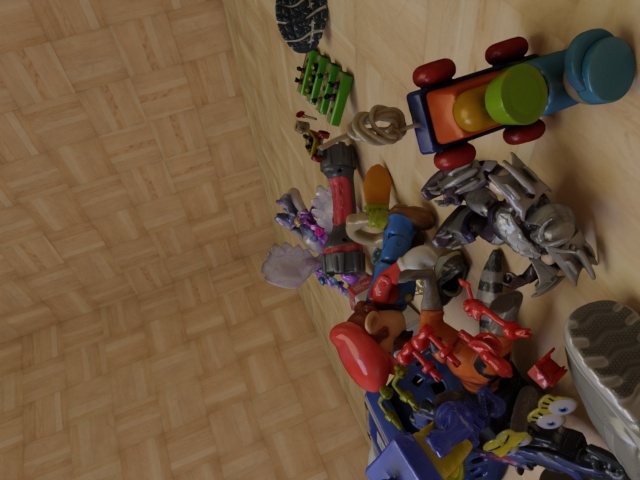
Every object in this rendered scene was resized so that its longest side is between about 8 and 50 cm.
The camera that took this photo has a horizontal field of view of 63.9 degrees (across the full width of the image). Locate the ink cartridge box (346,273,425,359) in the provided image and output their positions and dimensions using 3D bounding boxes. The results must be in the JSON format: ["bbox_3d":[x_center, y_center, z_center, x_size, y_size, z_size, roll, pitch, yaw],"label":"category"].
[{"bbox_3d":[0.162,0.208,1.257,0.218,0.092,0.159,42,151,53],"label":"ink cartridge box"}]

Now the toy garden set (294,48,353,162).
[{"bbox_3d":[-0.022,-0.314,1.178,0.244,0.049,0.204,-123,43,-51],"label":"toy garden set"}]

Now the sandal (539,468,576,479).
[{"bbox_3d":[0.385,0.415,0.674,0.079,0.088,0.240,40,-164,-33],"label":"sandal"}]

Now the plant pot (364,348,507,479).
[{"bbox_3d":[0.217,0.378,1.021,0.236,0.212,0.236,83,164,-46],"label":"plant pot"}]

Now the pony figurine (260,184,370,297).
[{"bbox_3d":[0.000,0.000,1.416,0.351,0.303,0.363,37,-170,-40],"label":"pony figurine"}]

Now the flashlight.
[{"bbox_3d":[0.042,-0.072,1.173,0.103,0.103,0.304,137,128,-77],"label":"flashlight"}]

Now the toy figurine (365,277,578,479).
[{"bbox_3d":[0.106,0.244,0.629,0.191,0.217,0.363,49,142,23],"label":"toy figurine"}]

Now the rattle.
[{"bbox_3d":[0.129,-0.043,1.105,0.199,0.130,0.143,38,-146,-53],"label":"rattle"}]

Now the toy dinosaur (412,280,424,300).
[{"bbox_3d":[0.197,0.073,1.051,0.183,0.053,0.092,63,154,2],"label":"toy dinosaur"}]

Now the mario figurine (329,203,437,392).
[{"bbox_3d":[0.141,0.110,0.892,0.170,0.321,0.198,2,151,38],"label":"mario figurine"}]

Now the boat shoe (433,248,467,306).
[{"bbox_3d":[0.218,0.077,0.886,0.152,0.056,0.049,84,168,-51],"label":"boat shoe"}]

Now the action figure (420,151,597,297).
[{"bbox_3d":[0.209,-0.023,0.611,0.185,0.099,0.285,59,178,-13],"label":"action figure"}]

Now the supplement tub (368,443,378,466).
[{"bbox_3d":[0.235,0.575,1.234,0.228,0.228,0.316,-124,17,-52],"label":"supplement tub"}]

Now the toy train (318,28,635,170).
[{"bbox_3d":[0.134,-0.117,0.456,0.143,0.248,0.105,-162,53,-71],"label":"toy train"}]

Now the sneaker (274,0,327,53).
[{"bbox_3d":[-0.052,-0.545,1.080,0.122,0.110,0.283,-90,-11,-65],"label":"sneaker"}]

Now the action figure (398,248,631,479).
[{"bbox_3d":[0.274,0.197,0.716,0.341,0.178,0.330,3,122,49],"label":"action figure"}]

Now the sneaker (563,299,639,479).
[{"bbox_3d":[0.332,0.193,0.485,0.115,0.105,0.281,59,-169,-59],"label":"sneaker"}]
